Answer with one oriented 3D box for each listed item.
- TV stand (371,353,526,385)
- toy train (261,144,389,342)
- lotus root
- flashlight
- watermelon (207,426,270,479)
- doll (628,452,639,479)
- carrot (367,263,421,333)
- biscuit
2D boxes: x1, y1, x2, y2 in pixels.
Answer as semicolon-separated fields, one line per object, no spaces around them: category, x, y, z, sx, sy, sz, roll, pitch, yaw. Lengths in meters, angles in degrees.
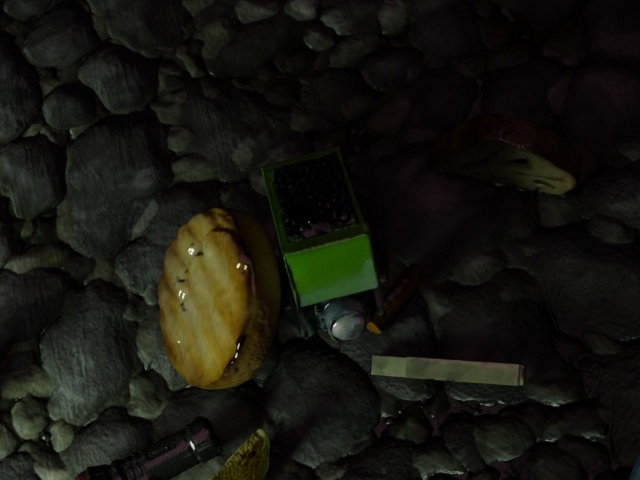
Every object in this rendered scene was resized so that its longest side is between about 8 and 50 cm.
TV stand;0.205;0.208;1.645;0.249;0.042;0.036;3;86;11
toy train;0.000;0.000;1.637;0.173;0.249;0.307;-16;43;0
lotus root;0.315;-0.149;1.737;0.261;0.170;0.074;14;71;8
flashlight;-0.266;0.360;1.611;0.232;0.093;0.093;-25;64;-8
watermelon;-0.138;0.384;1.582;0.181;0.092;0.075;-41;80;-21
doll;0.553;0.330;1.473;0.258;0.154;0.228;-44;104;-25
carrot;0.125;0.094;1.706;0.048;0.048;0.139;37;74;21
biscuit;-0.158;0.093;1.636;0.102;0.296;0.296;6;56;-38
